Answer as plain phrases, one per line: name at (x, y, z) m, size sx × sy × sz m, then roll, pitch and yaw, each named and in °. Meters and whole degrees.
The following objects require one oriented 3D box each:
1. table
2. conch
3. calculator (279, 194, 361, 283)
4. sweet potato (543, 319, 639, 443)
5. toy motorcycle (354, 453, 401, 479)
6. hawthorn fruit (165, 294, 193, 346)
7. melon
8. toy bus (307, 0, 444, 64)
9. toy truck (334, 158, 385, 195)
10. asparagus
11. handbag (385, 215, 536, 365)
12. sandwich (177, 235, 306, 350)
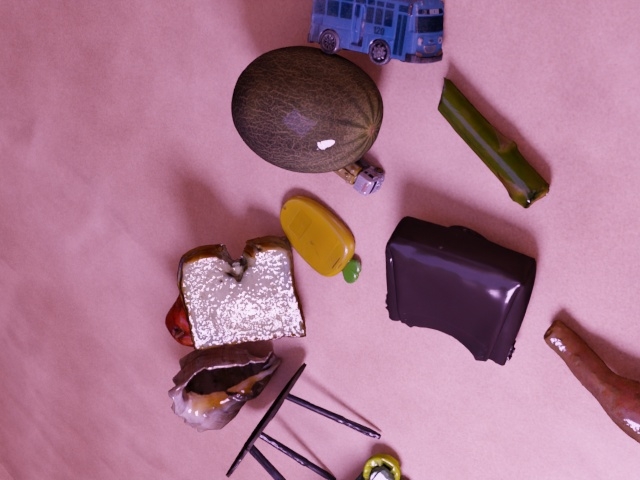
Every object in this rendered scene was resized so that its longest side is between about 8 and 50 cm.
table at (-0.047, 0.515, 1.994) m, size 0.249 × 0.317 × 0.317 m, roll 35°, pitch 131°, yaw 2°
conch at (-0.266, 0.345, 2.109) m, size 0.324 × 0.263 × 0.186 m, roll -43°, pitch 64°, yaw 11°
calculator at (0.000, 0.000, 1.840) m, size 0.235 × 0.032 × 0.146 m, roll 46°, pitch 133°, yaw 13°
sweet potato at (0.557, 0.290, 1.503) m, size 0.385 × 0.109 × 0.109 m, roll 35°, pitch 130°, yaw 21°
toy motorcycle at (0.122, 0.666, 2.004) m, size 0.200 × 0.191 × 0.326 m, roll 39°, pitch 113°, yaw 5°
hawthorn fruit at (-0.298, 0.179, 2.076) m, size 0.173 × 0.179 × 0.173 m, roll 52°, pitch 164°, yaw 22°
melon at (-0.025, -0.246, 1.593) m, size 0.302 × 0.237 × 0.237 m, roll 18°, pitch 122°, yaw 32°
toy bus at (0.103, -0.390, 1.497) m, size 0.234 × 0.116 × 0.133 m, roll 20°, pitch 114°, yaw 32°
toy truck at (0.065, -0.142, 1.695) m, size 0.123 × 0.063 × 0.052 m, roll 39°, pitch 130°, yaw 16°
asparagus at (0.298, -0.174, 1.497) m, size 0.277 × 0.060 × 0.067 m, roll 48°, pitch 143°, yaw 10°
handbag at (0.261, 0.101, 1.633) m, size 0.285 × 0.113 × 0.257 m, roll 20°, pitch 129°, yaw 21°
sandwich at (-0.183, 0.118, 1.912) m, size 0.273 × 0.095 × 0.249 m, roll -8°, pitch 111°, yaw -1°
